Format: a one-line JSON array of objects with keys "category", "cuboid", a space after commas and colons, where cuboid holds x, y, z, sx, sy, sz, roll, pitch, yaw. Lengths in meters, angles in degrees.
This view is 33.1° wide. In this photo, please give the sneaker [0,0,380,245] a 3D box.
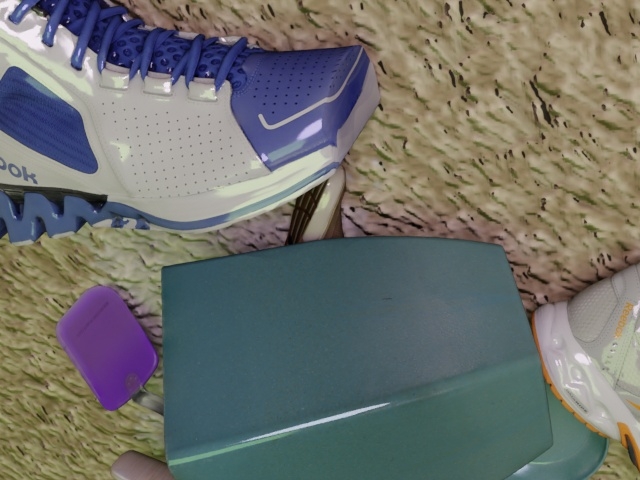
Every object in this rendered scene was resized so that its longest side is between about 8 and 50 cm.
[{"category": "sneaker", "cuboid": [-0.136, -0.105, 0.706, 0.315, 0.127, 0.182, -8, 120, 25]}]

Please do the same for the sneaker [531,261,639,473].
[{"category": "sneaker", "cuboid": [0.268, 0.122, 0.737, 0.262, 0.099, 0.121, 44, 119, -13]}]

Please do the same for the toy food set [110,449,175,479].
[{"category": "toy food set", "cuboid": [-0.081, 0.324, 0.880, 0.219, 0.092, 0.306, 19, 125, 9]}]

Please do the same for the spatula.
[{"category": "spatula", "cuboid": [-0.105, 0.159, 0.887, 0.296, 0.030, 0.084, 45, 117, 1]}]

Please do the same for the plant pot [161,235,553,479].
[{"category": "plant pot", "cuboid": [0.030, 0.101, 0.738, 0.234, 0.166, 0.166, -14, 135, 5]}]

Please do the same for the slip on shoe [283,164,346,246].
[{"category": "slip on shoe", "cuboid": [0.000, 0.000, 0.778, 0.041, 0.051, 0.135, 10, 126, -15]}]

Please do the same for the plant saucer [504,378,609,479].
[{"category": "plant saucer", "cuboid": [0.161, 0.142, 0.828, 0.119, 0.021, 0.119, 9, 124, 13]}]
